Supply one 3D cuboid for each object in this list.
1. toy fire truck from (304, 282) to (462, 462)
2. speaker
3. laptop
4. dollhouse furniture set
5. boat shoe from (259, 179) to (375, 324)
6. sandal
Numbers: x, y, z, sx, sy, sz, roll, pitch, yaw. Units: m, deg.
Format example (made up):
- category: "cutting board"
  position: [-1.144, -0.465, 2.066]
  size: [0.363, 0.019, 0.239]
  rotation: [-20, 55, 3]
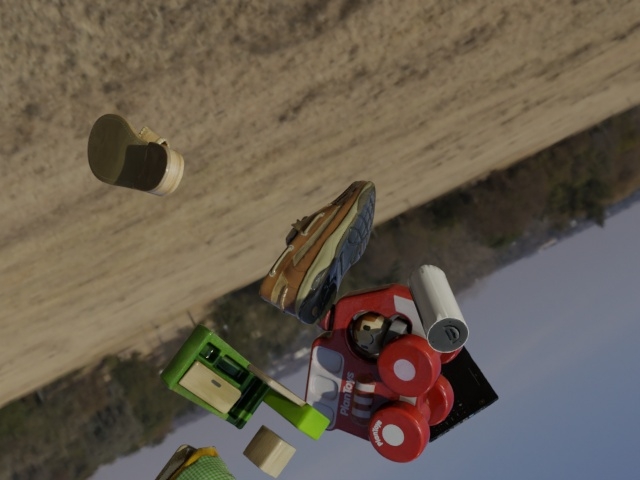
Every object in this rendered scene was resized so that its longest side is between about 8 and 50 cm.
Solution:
- category: "toy fire truck"
  position: [0.093, 0.214, 1.425]
  size: [0.254, 0.302, 0.169]
  rotation: [15, -157, 22]
- category: "speaker"
  position: [0.155, 0.089, 1.115]
  size: [0.055, 0.055, 0.136]
  rotation: [-28, -152, 9]
- category: "laptop"
  position: [0.191, 0.294, 1.738]
  size: [0.264, 0.136, 0.234]
  rotation: [-33, -155, 4]
- category: "dollhouse furniture set"
  position: [-0.164, 0.301, 1.140]
  size: [0.301, 0.151, 0.197]
  rotation: [-54, -142, -9]
- category: "boat shoe"
  position: [0.000, 0.000, 1.415]
  size: [0.324, 0.120, 0.122]
  rotation: [-56, 155, -45]
- category: "sandal"
  position: [-0.219, -0.097, 1.072]
  size: [0.079, 0.088, 0.240]
  rotation: [19, -175, -39]
